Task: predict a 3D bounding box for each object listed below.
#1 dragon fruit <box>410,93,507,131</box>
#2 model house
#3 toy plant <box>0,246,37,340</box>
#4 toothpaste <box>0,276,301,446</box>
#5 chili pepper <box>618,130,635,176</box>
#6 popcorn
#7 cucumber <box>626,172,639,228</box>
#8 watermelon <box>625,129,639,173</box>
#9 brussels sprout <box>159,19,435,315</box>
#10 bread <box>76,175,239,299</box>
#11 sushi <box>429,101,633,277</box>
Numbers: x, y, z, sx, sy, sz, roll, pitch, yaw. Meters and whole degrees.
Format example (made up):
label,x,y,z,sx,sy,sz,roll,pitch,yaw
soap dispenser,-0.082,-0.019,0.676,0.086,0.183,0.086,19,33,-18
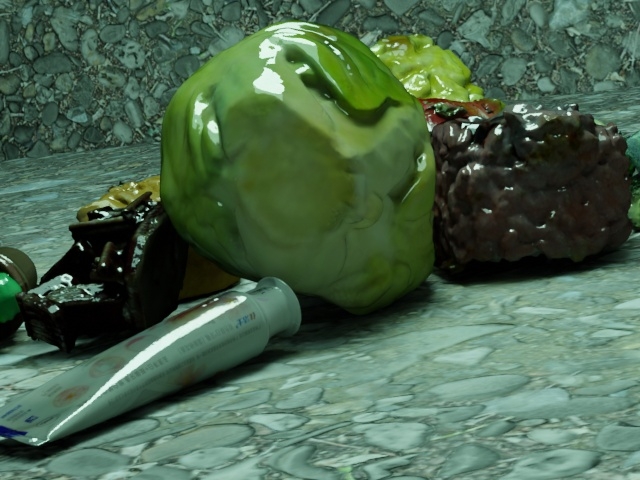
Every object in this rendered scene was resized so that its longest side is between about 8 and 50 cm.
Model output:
label,x,y,z,sx,sy,sz,roll,pitch,yaw
dragon fruit,0.170,-0.083,2.065,0.269,0.198,0.200,19,23,-45
model house,-0.231,0.033,1.723,0.164,0.141,0.203,-1,12,12
toy plant,-0.368,0.067,1.765,0.143,0.105,0.200,-13,16,20
toothpaste,-0.146,0.107,1.421,0.100,0.066,0.323,6,21,43
chili pepper,0.322,-0.100,2.324,0.227,0.059,0.088,-11,13,-3
popcorn,0.113,-0.172,2.394,0.293,0.237,0.293,-13,2,1
cucumber,0.384,-0.053,1.967,0.058,0.052,0.215,13,11,7
watermelon,0.520,-0.133,2.233,0.318,0.148,0.226,-30,1,-31
brussels sprout,-0.010,-0.078,1.687,0.344,0.268,0.344,24,8,-4
bread,-0.159,-0.001,1.927,0.140,0.143,0.229,10,21,32
sushi,0.221,-0.065,1.812,0.237,0.170,0.270,-10,4,-7
